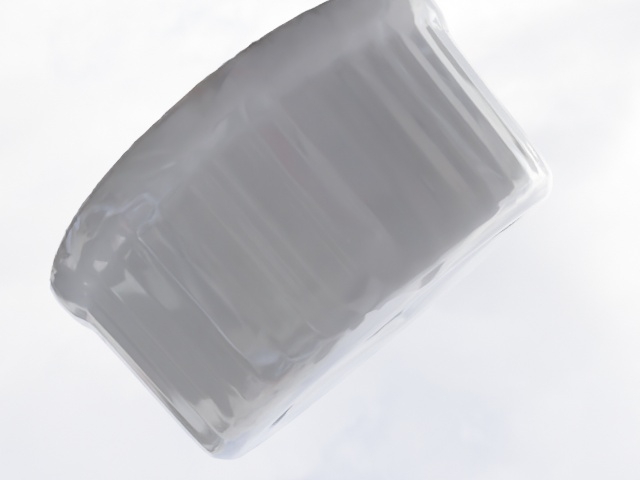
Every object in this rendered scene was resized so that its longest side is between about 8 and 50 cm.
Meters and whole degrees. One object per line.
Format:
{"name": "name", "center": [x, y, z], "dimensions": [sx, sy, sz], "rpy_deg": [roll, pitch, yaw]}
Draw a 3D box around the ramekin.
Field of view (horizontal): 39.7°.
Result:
{"name": "ramekin", "center": [0.000, 0.000, 0.512], "dimensions": [0.277, 0.277, 0.135], "rpy_deg": [-35, -100, -28]}
